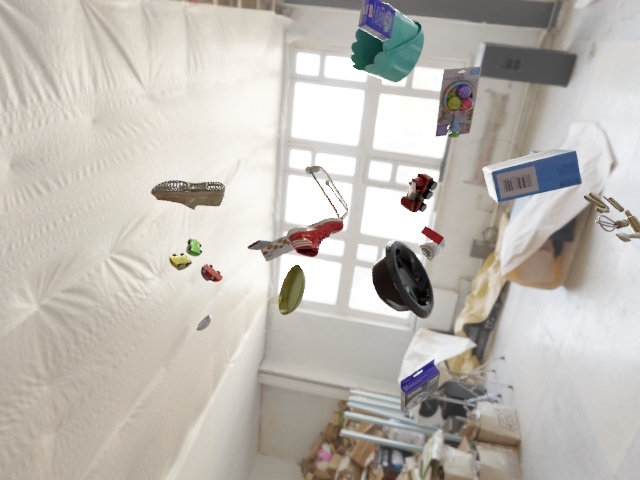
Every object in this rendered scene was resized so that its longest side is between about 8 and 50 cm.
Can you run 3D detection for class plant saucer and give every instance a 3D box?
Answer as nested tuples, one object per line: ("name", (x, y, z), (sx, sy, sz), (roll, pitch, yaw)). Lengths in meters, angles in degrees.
("plant saucer", (-0.124, 0.227, 2.134), (0.241, 0.037, 0.240), (-46, 33, 43))

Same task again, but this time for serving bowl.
("serving bowl", (-0.497, 0.359, 2.010), (0.083, 0.027, 0.083), (-38, 14, 12))

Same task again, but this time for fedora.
("fedora", (0.314, 0.170, 1.877), (0.334, 0.153, 0.333), (33, -136, -37))

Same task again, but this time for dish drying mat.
("dish drying mat", (0.382, -0.018, 1.604), (0.032, 0.083, 0.008), (-52, -35, 1))

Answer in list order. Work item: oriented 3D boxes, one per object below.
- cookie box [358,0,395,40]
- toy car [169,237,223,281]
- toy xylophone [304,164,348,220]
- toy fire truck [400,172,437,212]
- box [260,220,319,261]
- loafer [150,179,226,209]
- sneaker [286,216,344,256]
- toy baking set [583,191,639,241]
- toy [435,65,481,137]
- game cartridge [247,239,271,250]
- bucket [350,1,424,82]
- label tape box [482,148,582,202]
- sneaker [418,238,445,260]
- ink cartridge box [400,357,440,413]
("cookie box", (0.172, -0.676, 1.427), (0.040, 0.107, 0.091), (7, 86, 54))
("toy car", (-0.528, 0.076, 1.956), (0.053, 0.239, 0.224), (-49, 35, 21))
("toy xylophone", (0.046, -0.222, 2.259), (0.322, 0.081, 0.236), (58, -179, 15))
("toy fire truck", (0.516, -0.254, 2.586), (0.247, 0.158, 0.216), (-5, -54, -41))
("box", (-0.136, 0.005, 2.288), (0.067, 0.324, 0.063), (74, 170, -58))
("loafer", (-0.474, -0.158, 1.687), (0.101, 0.269, 0.091), (-86, -3, -58))
("sneaker", (0.000, 0.000, 1.664), (0.086, 0.222, 0.128), (88, 159, -48))
("toy baking set", (0.865, -0.055, 1.367), (0.256, 0.197, 0.030), (-86, 18, -49))
("toy", (0.476, -0.462, 1.598), (0.056, 0.137, 0.237), (-111, 16, -50))
("game cartridge", (-0.216, 0.016, 1.659), (0.083, 0.056, 0.017), (-25, 63, 44))
("bucket", (0.266, -0.776, 1.863), (0.281, 0.183, 0.280), (-34, 50, 52))
("label tape box", (0.700, -0.225, 1.593), (0.348, 0.250, 0.115), (-34, -70, -73))
("sneaker", (0.515, 0.022, 2.124), (0.115, 0.090, 0.232), (-43, -12, 3))
("ink cartridge box", (0.445, 0.652, 2.096), (0.045, 0.207, 0.208), (41, 149, 44))
